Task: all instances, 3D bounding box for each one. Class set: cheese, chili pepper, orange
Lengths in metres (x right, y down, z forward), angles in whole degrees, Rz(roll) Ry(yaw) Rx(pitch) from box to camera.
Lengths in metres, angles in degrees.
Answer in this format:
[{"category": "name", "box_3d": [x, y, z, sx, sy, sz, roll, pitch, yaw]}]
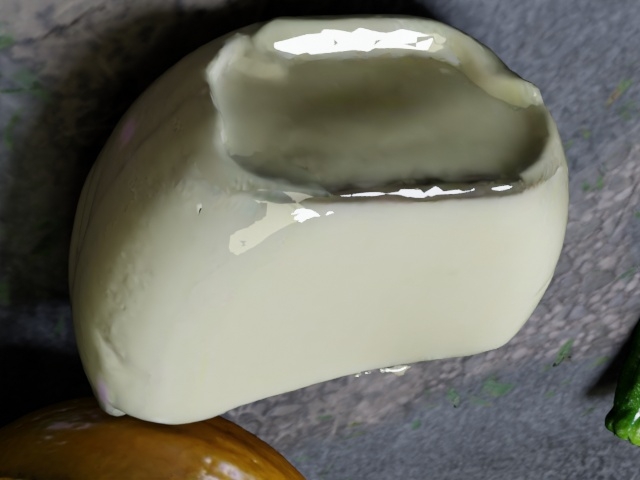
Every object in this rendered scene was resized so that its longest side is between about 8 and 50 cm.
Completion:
[{"category": "cheese", "box_3d": [0.000, 0.000, 0.827, 0.266, 0.127, 0.233, -6, 140, -22]}, {"category": "chili pepper", "box_3d": [0.254, 0.072, 1.102, 0.050, 0.073, 0.182, 13, 136, -11]}, {"category": "orange", "box_3d": [-0.114, 0.211, 0.890, 0.274, 0.274, 0.310, -18, 177, -13]}]
